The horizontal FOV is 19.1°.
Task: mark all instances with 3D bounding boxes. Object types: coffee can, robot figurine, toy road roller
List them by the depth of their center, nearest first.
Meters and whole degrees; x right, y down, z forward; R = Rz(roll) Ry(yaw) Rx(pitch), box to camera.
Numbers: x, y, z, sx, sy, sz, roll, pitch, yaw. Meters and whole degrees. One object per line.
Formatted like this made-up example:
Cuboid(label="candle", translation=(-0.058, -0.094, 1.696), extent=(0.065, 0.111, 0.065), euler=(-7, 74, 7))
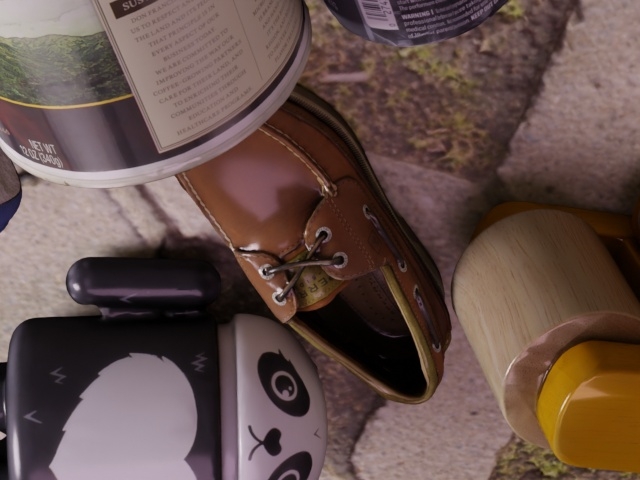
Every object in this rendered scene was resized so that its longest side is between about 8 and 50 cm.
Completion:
Cuboid(label="coffee can", translation=(-0.134, -0.193, 1.026), extent=(0.201, 0.201, 0.275), euler=(-14, 134, 7))
Cuboid(label="toy road roller", translation=(0.275, 0.015, 1.291), extent=(0.329, 0.202, 0.241), euler=(5, 122, -18))
Cuboid(label="robot figurine", translation=(-0.133, 0.137, 1.370), extent=(0.278, 0.174, 0.209), euler=(-1, 137, -5))

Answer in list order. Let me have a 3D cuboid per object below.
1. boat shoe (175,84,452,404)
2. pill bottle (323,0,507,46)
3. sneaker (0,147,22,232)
Cuboid(label="boat shoe", translation=(0.000, 0.000, 1.299), extent=(0.110, 0.104, 0.307), euler=(-31, 130, 22))
Cuboid(label="pill bottle", translation=(0.032, -0.228, 1.036), extent=(0.130, 0.130, 0.246), euler=(-15, 144, 8))
Cuboid(label="sneaker", translation=(-0.249, -0.111, 1.158), extent=(0.131, 0.112, 0.296), euler=(-22, 133, 14))
